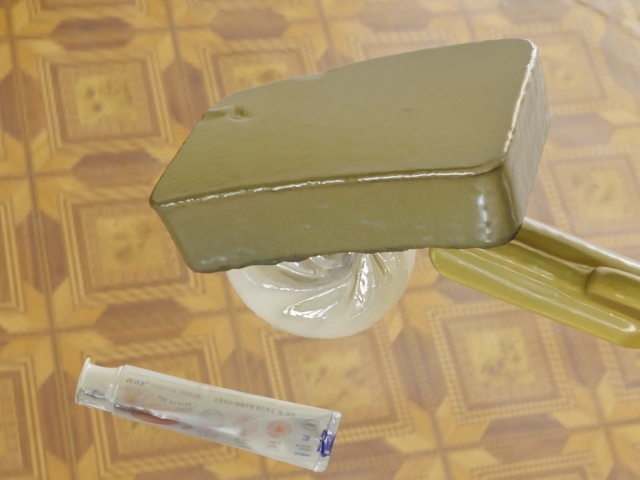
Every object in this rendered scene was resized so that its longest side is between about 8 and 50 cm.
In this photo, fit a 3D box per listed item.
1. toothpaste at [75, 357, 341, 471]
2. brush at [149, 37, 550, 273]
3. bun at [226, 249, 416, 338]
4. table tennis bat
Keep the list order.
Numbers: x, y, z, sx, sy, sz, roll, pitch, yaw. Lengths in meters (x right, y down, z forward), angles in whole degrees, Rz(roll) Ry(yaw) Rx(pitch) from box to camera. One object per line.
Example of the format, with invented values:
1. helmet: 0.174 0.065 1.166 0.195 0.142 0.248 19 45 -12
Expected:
1. toothpaste: -0.140 0.213 1.664 0.323 0.100 0.066 15 30 -1
2. brush: 0.018 -0.042 0.704 0.197 0.059 0.123 -6 33 25
3. bun: 0.000 0.000 1.157 0.173 0.120 0.173 0 88 -3
4. table tennis bat: 0.181 0.046 0.669 0.321 0.198 0.050 25 90 40
